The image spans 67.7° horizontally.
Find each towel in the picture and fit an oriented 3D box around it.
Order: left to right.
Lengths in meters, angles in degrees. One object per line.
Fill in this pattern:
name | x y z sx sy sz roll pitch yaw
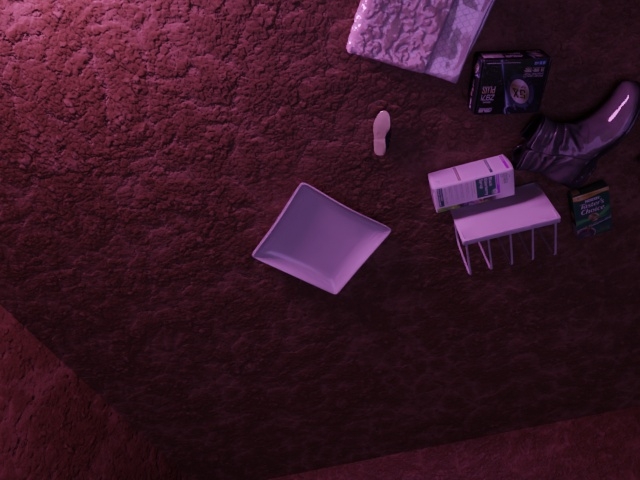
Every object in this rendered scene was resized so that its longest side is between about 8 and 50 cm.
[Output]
towel | 0.259 -0.579 1.163 0.316 0.053 0.332 14 125 -10

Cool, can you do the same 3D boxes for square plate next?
square plate | 0.000 0.000 1.598 0.347 0.049 0.344 26 122 -19

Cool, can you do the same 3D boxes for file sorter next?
file sorter | 0.570 -0.030 1.493 0.277 0.193 0.173 -15 128 11

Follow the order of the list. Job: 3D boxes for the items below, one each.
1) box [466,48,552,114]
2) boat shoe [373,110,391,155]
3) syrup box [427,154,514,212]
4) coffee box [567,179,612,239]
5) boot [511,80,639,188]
box | 0.495 -0.420 1.268 0.180 0.078 0.147 -1 128 0
boat shoe | 0.179 -0.312 1.371 0.048 0.042 0.133 15 129 20
syrup box | 0.454 -0.172 1.443 0.236 0.096 0.093 -13 126 10
coffee box | 0.869 -0.095 1.538 0.113 0.040 0.184 -18 125 13
boot | 0.707 -0.311 1.335 0.222 0.118 0.338 19 121 -8
